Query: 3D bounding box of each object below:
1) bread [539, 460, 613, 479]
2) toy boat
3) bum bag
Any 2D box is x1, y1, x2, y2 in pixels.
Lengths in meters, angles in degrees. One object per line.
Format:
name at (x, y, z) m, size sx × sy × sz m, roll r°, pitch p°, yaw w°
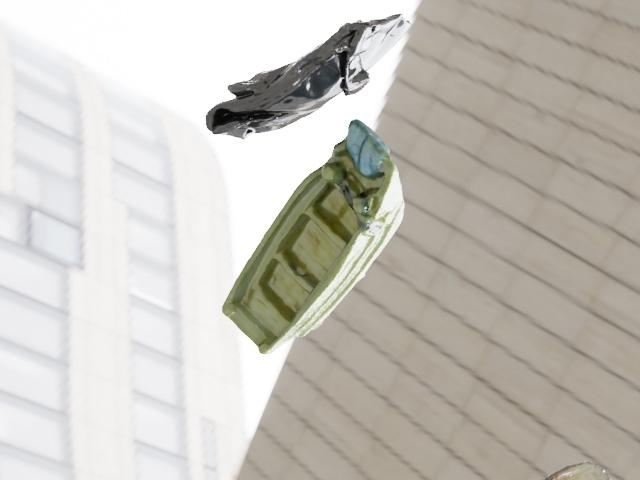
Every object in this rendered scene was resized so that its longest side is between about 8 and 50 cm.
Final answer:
bread at (0.091, 0.154, 0.693) m, size 0.129 × 0.044 × 0.126 m, roll -31°, pitch -156°, yaw 5°
toy boat at (0.004, -0.001, 1.725) m, size 0.111 × 0.084 × 0.276 m, roll 46°, pitch -65°, yaw 28°
bum bag at (-0.008, -0.172, 1.717) m, size 0.248 × 0.123 × 0.060 m, roll -25°, pitch -102°, yaw 37°
